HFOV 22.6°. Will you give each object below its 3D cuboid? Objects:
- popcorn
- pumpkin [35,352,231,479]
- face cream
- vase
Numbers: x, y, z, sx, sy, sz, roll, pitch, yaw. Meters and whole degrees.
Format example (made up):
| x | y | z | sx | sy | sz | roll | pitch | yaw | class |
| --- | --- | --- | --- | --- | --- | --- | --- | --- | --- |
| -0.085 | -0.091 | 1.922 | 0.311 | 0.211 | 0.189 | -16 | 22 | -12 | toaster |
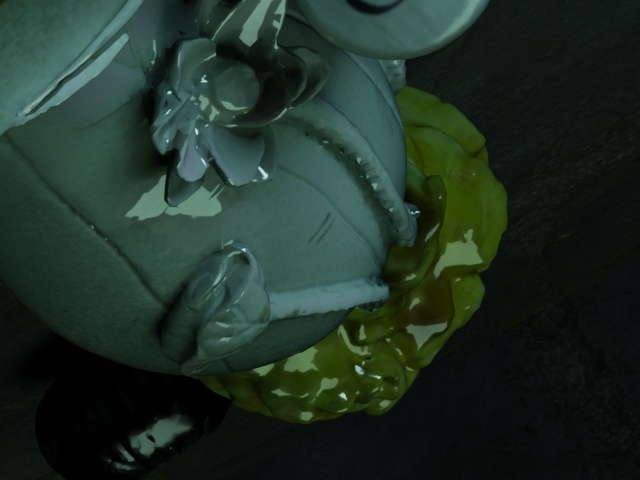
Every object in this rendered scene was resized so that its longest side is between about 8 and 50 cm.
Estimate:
| x | y | z | sx | sy | sz | roll | pitch | yaw | class |
| --- | --- | --- | --- | --- | --- | --- | --- | --- | --- |
| 0.000 | 0.000 | 1.156 | 0.270 | 0.224 | 0.258 | -2 | 134 | -43 | popcorn |
| -0.172 | 0.145 | 1.476 | 0.202 | 0.140 | 0.202 | -38 | 179 | -1 | pumpkin |
| 0.043 | -0.170 | 0.708 | 0.143 | 0.089 | 0.314 | -38 | -164 | 23 | face cream |
| -0.095 | -0.069 | 0.740 | 0.250 | 0.250 | 0.445 | -30 | 162 | 5 | vase |
